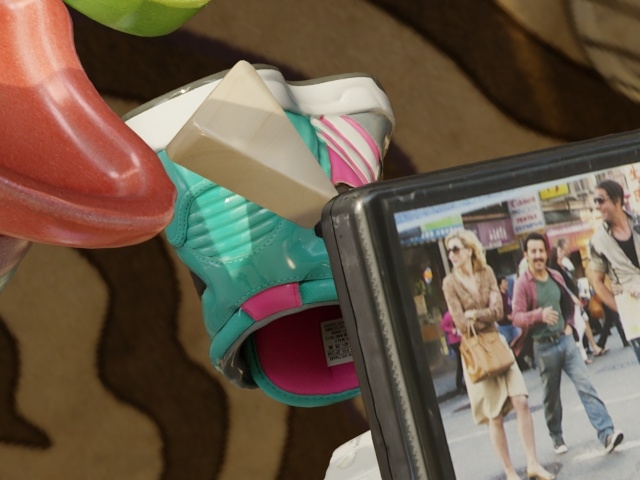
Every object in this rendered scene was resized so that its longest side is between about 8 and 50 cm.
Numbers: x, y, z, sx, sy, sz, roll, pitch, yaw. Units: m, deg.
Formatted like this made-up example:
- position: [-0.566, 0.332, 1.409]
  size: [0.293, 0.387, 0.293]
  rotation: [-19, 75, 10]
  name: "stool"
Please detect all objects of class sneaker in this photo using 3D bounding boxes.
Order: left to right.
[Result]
- position: [0.000, 0.000, 0.968]
  size: [0.123, 0.178, 0.295]
  rotation: [-22, 176, 19]
  name: "sneaker"

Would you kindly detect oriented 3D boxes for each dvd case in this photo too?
- position: [0.108, 0.096, 0.375]
  size: [0.180, 0.022, 0.253]
  rotation: [-12, 88, -26]
  name: "dvd case"

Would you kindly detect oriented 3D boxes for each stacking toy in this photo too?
- position: [-0.162, -0.084, 0.760]
  size: [0.130, 0.309, 0.279]
  rotation: [-43, 149, 27]
  name: "stacking toy"

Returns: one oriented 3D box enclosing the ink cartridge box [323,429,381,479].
- position: [0.094, 0.268, 1.479]
  size: [0.093, 0.154, 0.212]
  rotation: [-32, 94, 9]
  name: "ink cartridge box"
